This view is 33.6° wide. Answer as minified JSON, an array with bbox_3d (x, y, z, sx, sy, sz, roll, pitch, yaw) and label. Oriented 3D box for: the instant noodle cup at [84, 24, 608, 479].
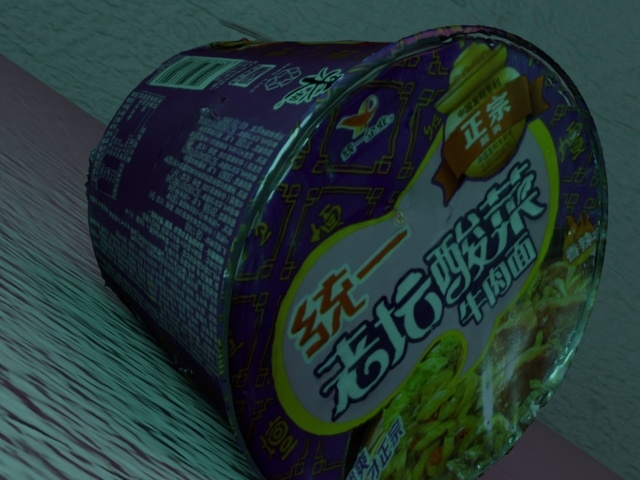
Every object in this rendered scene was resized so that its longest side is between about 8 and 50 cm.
[{"bbox_3d":[0.000,0.000,0.769,0.340,0.339,0.266,32,-6,-41],"label":"instant noodle cup"}]
